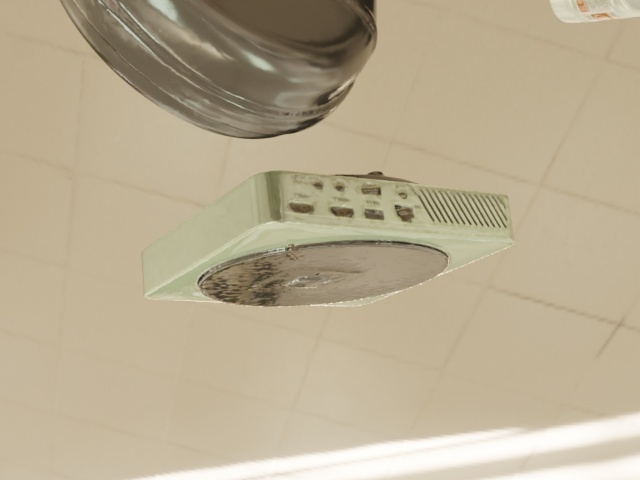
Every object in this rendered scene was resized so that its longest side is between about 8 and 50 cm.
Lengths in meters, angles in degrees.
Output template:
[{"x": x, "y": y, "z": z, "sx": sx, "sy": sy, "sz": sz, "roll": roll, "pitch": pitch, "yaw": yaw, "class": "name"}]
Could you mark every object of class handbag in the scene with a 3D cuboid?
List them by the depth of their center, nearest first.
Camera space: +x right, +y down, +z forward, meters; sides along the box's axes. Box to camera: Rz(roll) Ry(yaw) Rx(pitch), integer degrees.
[{"x": -0.069, "y": -0.209, "z": 0.699, "sx": 0.253, "sy": 0.308, "sz": 0.093, "roll": 29, "pitch": 133, "yaw": -27, "class": "handbag"}]

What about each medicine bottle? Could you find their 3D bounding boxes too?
[{"x": 0.262, "y": -0.233, "z": 0.939, "sx": 0.057, "sy": 0.057, "sz": 0.089, "roll": 44, "pitch": 164, "yaw": -27, "class": "medicine bottle"}]

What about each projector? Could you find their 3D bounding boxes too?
[{"x": 0.000, "y": 0.000, "z": 0.923, "sx": 0.257, "sy": 0.079, "sz": 0.259, "roll": 4, "pitch": 163, "yaw": -32, "class": "projector"}]
